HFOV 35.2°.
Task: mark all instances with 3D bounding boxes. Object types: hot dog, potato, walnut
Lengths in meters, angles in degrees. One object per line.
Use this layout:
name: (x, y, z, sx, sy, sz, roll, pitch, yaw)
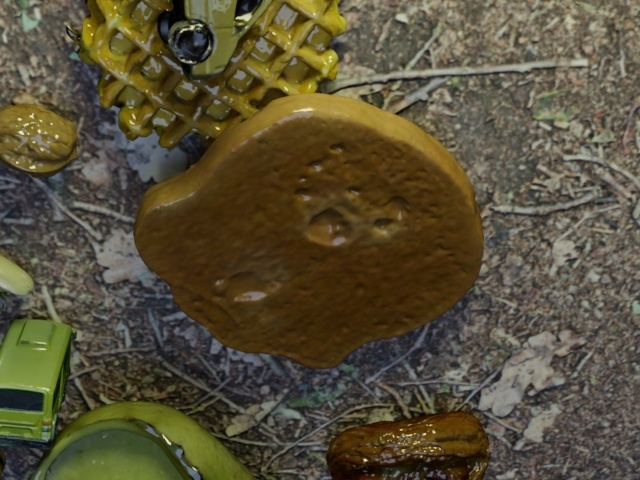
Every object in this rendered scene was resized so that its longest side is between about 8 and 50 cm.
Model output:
hot dog: (0.120, 0.302, 1.380, 0.227, 0.099, 0.160, -9, 120, 4)
potato: (-0.214, 0.321, 1.328, 0.330, 0.213, 0.280, -18, 103, 17)
walnut: (-0.316, -0.109, 1.116, 0.096, 0.082, 0.079, 21, 145, -17)

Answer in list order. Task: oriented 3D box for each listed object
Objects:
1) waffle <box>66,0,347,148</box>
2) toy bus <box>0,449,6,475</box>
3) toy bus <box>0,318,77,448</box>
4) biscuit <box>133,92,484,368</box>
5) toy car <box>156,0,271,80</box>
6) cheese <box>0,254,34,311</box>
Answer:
waffle: (-0.118, -0.234, 1.065, 0.329, 0.062, 0.329, -2, 121, -3)
toy bus: (-0.551, 0.296, 1.295, 0.331, 0.151, 0.145, -32, 112, 16)
toy bus: (-0.350, 0.167, 1.223, 0.088, 0.175, 0.101, 6, 113, -8)
biscuit: (0.000, -0.002, 1.188, 0.365, 0.062, 0.385, -33, 129, 17)
toy car: (-0.092, -0.282, 0.949, 0.125, 0.101, 0.256, -6, 113, -14)
cheese: (-0.468, 0.019, 1.194, 0.127, 0.049, 0.235, -39, 117, 19)
